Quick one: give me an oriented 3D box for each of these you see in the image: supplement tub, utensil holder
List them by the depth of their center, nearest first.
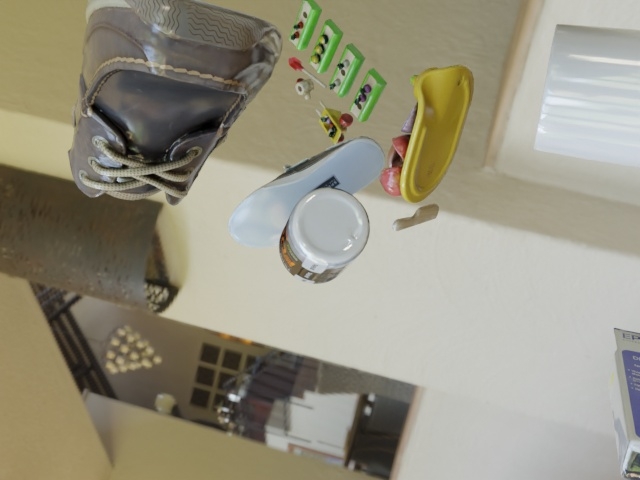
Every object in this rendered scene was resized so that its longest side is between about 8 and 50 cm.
[{"bbox_3d":[0.000,0.000,1.167,0.190,0.117,0.117,124,164,-73],"label":"supplement tub"},{"bbox_3d":[0.720,-0.336,1.817,0.327,0.386,0.327,11,-90,-76],"label":"utensil holder"}]

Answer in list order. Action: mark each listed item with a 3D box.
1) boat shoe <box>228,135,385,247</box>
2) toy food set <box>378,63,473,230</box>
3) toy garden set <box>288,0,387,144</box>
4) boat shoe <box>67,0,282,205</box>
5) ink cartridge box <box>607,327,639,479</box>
[{"bbox_3d":[-0.028,-0.095,1.398,0.306,0.113,0.105,-36,15,7],"label":"boat shoe"},{"bbox_3d":[0.115,-0.121,0.958,0.128,0.071,0.217,-25,-44,-48],"label":"toy food set"},{"bbox_3d":[0.004,-0.323,1.544,0.049,0.244,0.203,-29,-18,-33],"label":"toy garden set"},{"bbox_3d":[-0.117,-0.089,0.577,0.355,0.132,0.130,-175,94,-74],"label":"boat shoe"},{"bbox_3d":[0.542,0.240,1.020,0.307,0.304,0.072,-48,-32,-65],"label":"ink cartridge box"}]
